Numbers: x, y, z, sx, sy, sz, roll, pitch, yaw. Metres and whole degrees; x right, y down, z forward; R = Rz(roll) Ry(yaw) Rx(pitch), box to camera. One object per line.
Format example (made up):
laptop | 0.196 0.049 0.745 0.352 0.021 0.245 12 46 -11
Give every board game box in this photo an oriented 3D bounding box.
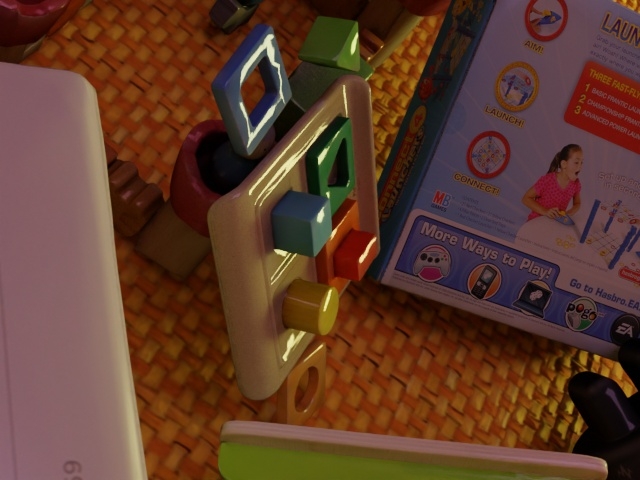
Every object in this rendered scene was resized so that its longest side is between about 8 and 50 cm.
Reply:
board game box | 0.223 -0.066 0.931 0.308 0.086 0.301 19 97 -22

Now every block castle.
block castle | -0.073 -0.217 0.867 0.303 0.213 0.453 42 50 -4

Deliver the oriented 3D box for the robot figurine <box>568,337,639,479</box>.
robot figurine | 0.339 0.223 0.891 0.174 0.209 0.278 -28 84 -50

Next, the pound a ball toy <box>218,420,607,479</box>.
pound a ball toy | 0.030 0.251 0.678 0.319 0.135 0.208 4 55 2

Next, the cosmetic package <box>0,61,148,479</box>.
cosmetic package | -0.318 0.119 0.443 0.394 0.329 0.327 3 63 -32

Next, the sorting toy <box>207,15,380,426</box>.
sorting toy | 0.000 0.000 0.733 0.047 0.347 0.196 15 41 26
